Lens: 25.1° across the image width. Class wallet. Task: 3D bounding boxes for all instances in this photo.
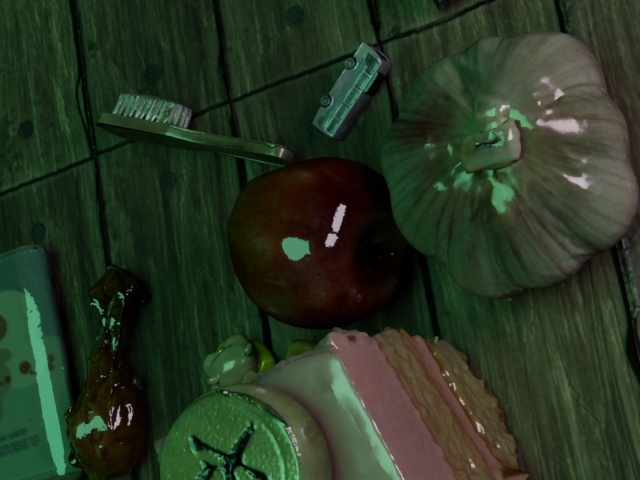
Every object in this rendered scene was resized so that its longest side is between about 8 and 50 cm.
[{"bbox_3d":[-0.475,0.209,2.127,0.252,0.083,0.360,-20,72,22],"label":"wallet"}]

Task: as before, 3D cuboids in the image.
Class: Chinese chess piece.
[{"bbox_3d":[-0.080,0.245,1.516,0.188,0.083,0.189,-2,85,26],"label":"Chinese chess piece"}]

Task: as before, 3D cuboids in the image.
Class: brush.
[{"bbox_3d":[-0.172,-0.158,2.012,0.327,0.070,0.065,13,79,31],"label":"brush"}]

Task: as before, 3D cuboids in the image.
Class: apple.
[{"bbox_3d":[0.002,0.000,1.788,0.234,0.234,0.234,-6,79,31],"label":"apple"}]

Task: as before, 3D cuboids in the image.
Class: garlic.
[{"bbox_3d":[0.216,-0.090,1.677,0.322,0.241,0.322,-19,65,49],"label":"garlic"}]

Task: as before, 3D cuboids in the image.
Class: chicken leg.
[{"bbox_3d":[-0.298,0.182,2.011,0.113,0.093,0.305,3,80,-3],"label":"chicken leg"}]

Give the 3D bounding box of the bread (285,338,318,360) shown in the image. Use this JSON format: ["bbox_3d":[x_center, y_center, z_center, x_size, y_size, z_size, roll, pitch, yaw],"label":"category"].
[{"bbox_3d":[-0.019,0.182,1.866,0.062,0.049,0.103,10,88,40],"label":"bread"}]

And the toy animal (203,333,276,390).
[{"bbox_3d":[-0.125,0.172,1.913,0.091,0.082,0.114,46,107,30],"label":"toy animal"}]

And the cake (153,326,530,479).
[{"bbox_3d":[0.039,0.278,1.664,0.314,0.306,0.293,-39,66,21],"label":"cake"}]

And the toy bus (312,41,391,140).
[{"bbox_3d":[0.041,-0.196,1.899,0.052,0.037,0.131,41,104,28],"label":"toy bus"}]

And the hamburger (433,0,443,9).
[{"bbox_3d":[0.211,-0.434,1.780,0.211,0.132,0.309,24,93,34],"label":"hamburger"}]
